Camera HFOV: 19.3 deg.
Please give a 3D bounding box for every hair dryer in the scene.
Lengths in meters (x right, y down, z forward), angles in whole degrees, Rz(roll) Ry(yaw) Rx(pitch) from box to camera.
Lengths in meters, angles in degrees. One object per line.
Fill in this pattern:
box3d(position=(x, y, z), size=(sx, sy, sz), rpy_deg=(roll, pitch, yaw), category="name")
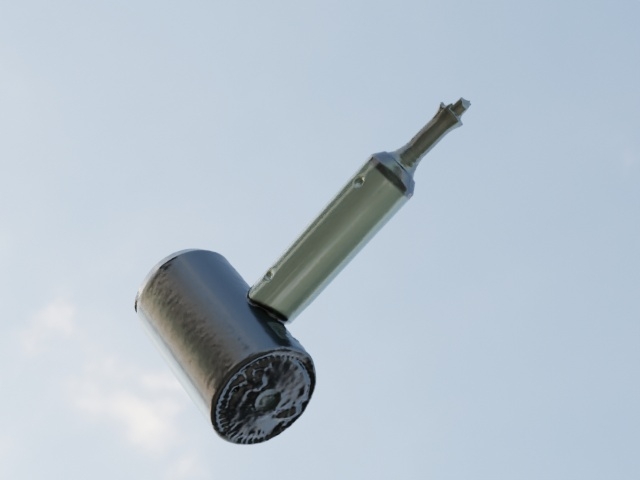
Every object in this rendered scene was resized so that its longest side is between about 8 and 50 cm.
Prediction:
box3d(position=(0.000, 0.000, 0.912), size=(0.197, 0.057, 0.100), rpy_deg=(-45, -134, 5), category="hair dryer")
